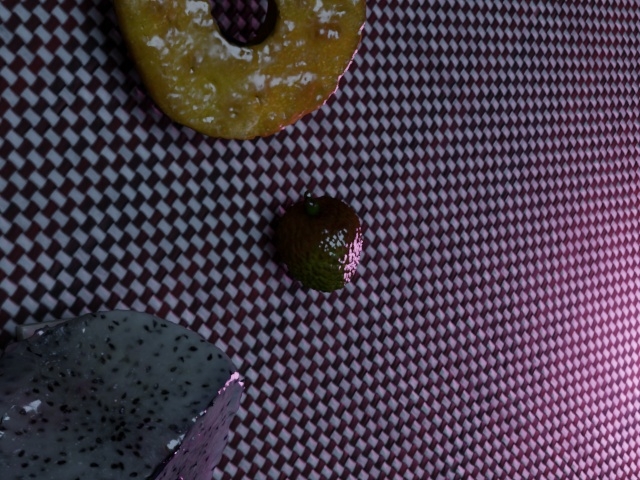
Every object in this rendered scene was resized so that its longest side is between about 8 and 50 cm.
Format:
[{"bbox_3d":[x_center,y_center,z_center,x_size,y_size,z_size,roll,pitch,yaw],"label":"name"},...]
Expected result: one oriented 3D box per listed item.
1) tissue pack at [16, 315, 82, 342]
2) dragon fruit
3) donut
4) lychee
[{"bbox_3d":[-0.275,0.112,1.123,0.108,0.023,0.056,-8,97,-40],"label":"tissue pack"},{"bbox_3d":[-0.235,0.221,1.056,0.283,0.204,0.221,-50,160,-40],"label":"dragon fruit"},{"bbox_3d":[-0.098,-0.270,1.164,0.302,0.110,0.303,-10,116,-20],"label":"donut"},{"bbox_3d":[0.000,0.000,1.302,0.114,0.114,0.146,-40,130,-33],"label":"lychee"}]
